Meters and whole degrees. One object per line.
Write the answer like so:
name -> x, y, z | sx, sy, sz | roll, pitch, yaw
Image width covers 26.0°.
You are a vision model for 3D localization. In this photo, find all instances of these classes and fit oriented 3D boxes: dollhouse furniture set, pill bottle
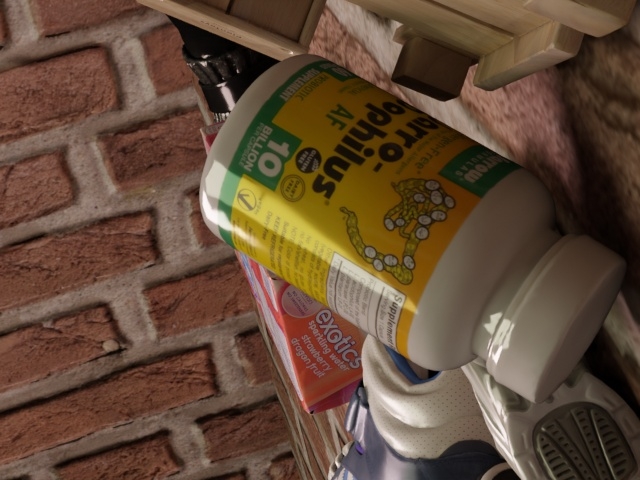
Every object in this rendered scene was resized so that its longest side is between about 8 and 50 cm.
dollhouse furniture set -> -0.018, -0.208, 0.657 | 0.355, 0.303, 0.173 | 178, 112, -80
pill bottle -> 0.049, -0.004, 0.735 | 0.208, 0.117, 0.117 | 32, 155, 21

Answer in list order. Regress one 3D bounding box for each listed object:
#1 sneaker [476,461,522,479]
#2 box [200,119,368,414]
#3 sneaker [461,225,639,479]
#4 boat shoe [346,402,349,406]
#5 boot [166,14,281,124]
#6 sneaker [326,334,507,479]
sneaker -> 0.177, 0.247, 0.909 | 0.097, 0.084, 0.234 | -50, 55, 52
box -> 0.000, 0.000, 1.269 | 0.300, 0.142, 0.154 | -119, 14, -58
sneaker -> 0.116, 0.072, 0.826 | 0.115, 0.090, 0.232 | 84, 167, -71
boat shoe -> 0.039, 0.104, 1.341 | 0.302, 0.113, 0.103 | -121, 21, -56
boot -> -0.093, -0.195, 1.487 | 0.348, 0.131, 0.260 | -54, -46, -82
sneaker -> 0.071, 0.169, 1.141 | 0.323, 0.130, 0.236 | -178, 92, -76
